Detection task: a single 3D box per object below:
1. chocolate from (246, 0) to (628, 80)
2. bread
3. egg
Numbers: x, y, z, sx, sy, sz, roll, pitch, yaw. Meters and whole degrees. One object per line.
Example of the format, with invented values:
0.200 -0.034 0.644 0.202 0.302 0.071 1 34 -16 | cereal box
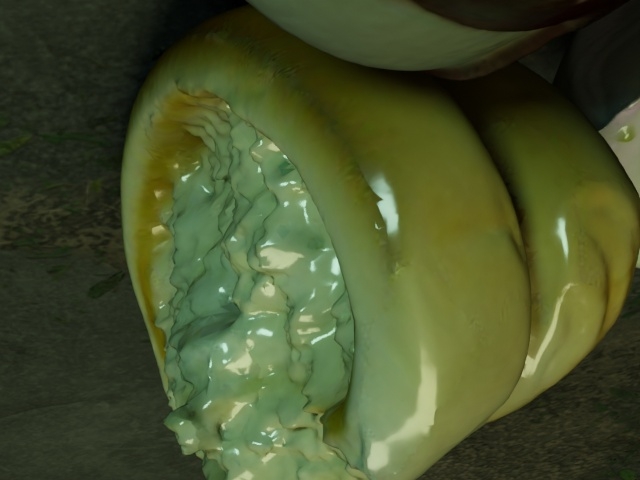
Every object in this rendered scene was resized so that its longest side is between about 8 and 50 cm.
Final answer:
0.053 -0.196 0.675 0.284 0.283 0.186 4 152 -22 | chocolate
0.015 0.020 0.910 0.245 0.328 0.424 5 176 -25 | bread
0.247 -0.100 0.971 0.271 0.161 0.206 -6 142 -24 | egg
